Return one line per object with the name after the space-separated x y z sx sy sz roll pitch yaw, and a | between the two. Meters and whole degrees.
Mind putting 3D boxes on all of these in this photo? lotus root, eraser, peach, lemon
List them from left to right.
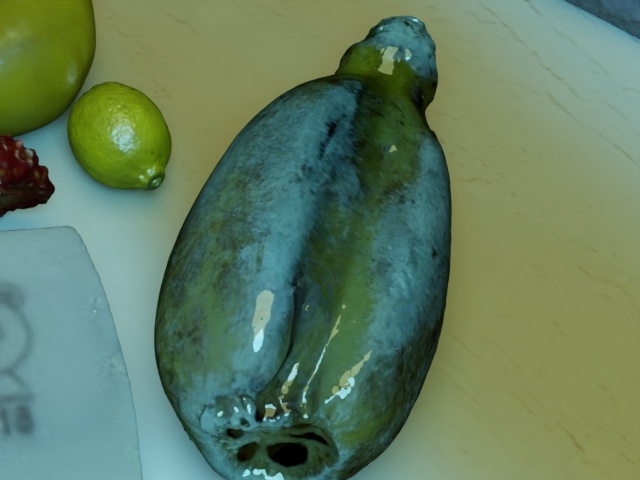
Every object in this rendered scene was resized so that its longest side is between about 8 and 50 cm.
-0.244 0.083 0.957 0.270 0.095 0.174 -4 60 -25 | eraser
-0.229 -0.137 1.145 0.179 0.103 0.179 1 55 -2 | peach
-0.124 -0.063 1.129 0.062 0.062 0.083 -31 67 -25 | lemon
0.000 0.000 1.054 0.158 0.140 0.322 26 48 -9 | lotus root

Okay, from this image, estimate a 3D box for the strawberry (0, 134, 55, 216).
-0.267 -0.041 1.042 0.208 0.167 0.087 -6 77 -58 | strawberry

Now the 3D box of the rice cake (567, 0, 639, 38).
0.127 -0.234 1.280 0.399 0.064 0.070 29 66 14 | rice cake
